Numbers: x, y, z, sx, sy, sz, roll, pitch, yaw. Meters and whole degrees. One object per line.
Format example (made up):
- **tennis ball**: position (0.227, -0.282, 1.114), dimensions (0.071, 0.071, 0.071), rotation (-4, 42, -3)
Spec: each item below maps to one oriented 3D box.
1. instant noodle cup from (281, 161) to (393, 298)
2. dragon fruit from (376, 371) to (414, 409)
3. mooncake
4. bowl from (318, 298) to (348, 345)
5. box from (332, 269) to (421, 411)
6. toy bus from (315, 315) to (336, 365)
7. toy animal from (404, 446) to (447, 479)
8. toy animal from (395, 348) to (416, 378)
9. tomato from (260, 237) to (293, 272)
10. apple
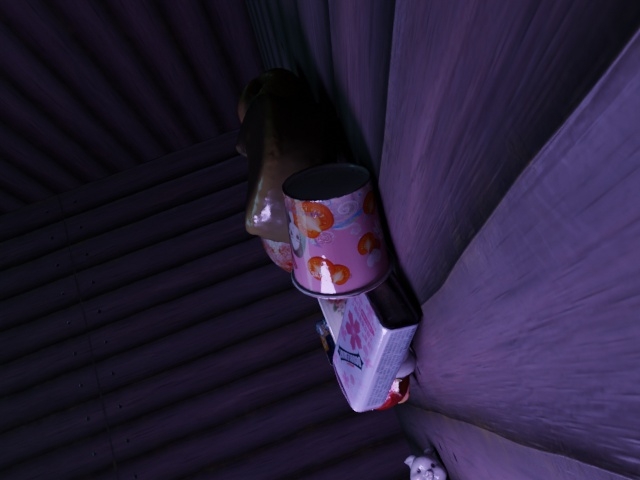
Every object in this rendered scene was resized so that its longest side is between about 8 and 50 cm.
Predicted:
- **instant noodle cup**: position (0.033, -0.032, 1.053), dimensions (0.243, 0.243, 0.231), rotation (-114, 12, -59)
- **dragon fruit**: position (0.187, 0.419, 1.511), dimensions (0.227, 0.224, 0.224), rotation (-57, -52, -76)
- **mooncake**: position (-0.094, -0.186, 1.297), dimensions (0.393, 0.246, 0.394), rotation (-178, 93, -73)
- **bowl**: position (0.075, 0.213, 1.496), dimensions (0.277, 0.145, 0.277), rotation (157, 90, -88)
- **box**: position (0.123, 0.245, 1.170), dimensions (0.190, 0.112, 0.370), rotation (-119, 27, -42)
- **toy bus**: position (0.096, 0.356, 1.774), dimensions (0.323, 0.162, 0.194), rotation (117, 135, -71)
- **toy animal**: position (0.387, 0.847, 1.679), dimensions (0.178, 0.127, 0.193), rotation (70, 176, -79)
- **toy animal**: position (0.189, 0.276, 1.288), dimensions (0.104, 0.131, 0.221), rotation (-81, -19, -47)
- **tomato**: position (-0.039, -0.037, 1.538), dimensions (0.317, 0.316, 0.282), rotation (-120, 18, -78)
- **apple**: position (-0.149, -0.434, 1.552), dimensions (0.194, 0.261, 0.261), rotation (50, -170, -36)
